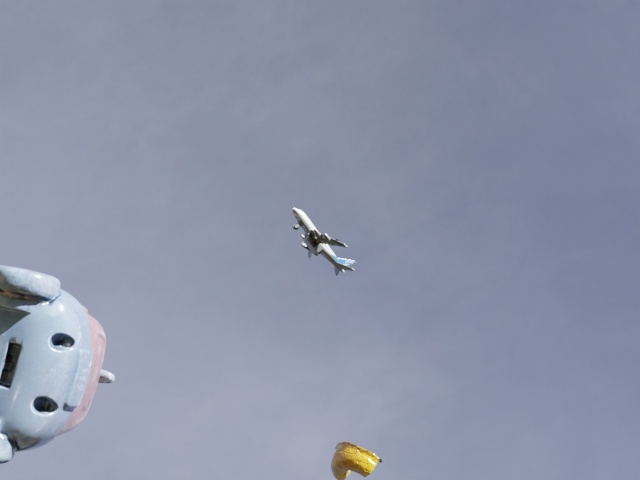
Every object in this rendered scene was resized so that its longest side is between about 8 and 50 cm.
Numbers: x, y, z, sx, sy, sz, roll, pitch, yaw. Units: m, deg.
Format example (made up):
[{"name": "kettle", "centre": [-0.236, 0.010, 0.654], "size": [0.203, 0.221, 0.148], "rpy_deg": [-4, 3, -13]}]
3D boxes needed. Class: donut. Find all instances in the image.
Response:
[{"name": "donut", "centre": [0.049, 0.332, 1.152], "size": [0.083, 0.038, 0.067], "rpy_deg": [14, -47, 31]}]

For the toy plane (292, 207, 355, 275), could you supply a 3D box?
[{"name": "toy plane", "centre": [-0.001, 0.002, 0.761], "size": [0.084, 0.024, 0.078], "rpy_deg": [43, -26, -14]}]

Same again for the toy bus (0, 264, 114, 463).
[{"name": "toy bus", "centre": [-0.385, 0.129, 0.884], "size": [0.294, 0.232, 0.197], "rpy_deg": [9, -101, 7]}]
